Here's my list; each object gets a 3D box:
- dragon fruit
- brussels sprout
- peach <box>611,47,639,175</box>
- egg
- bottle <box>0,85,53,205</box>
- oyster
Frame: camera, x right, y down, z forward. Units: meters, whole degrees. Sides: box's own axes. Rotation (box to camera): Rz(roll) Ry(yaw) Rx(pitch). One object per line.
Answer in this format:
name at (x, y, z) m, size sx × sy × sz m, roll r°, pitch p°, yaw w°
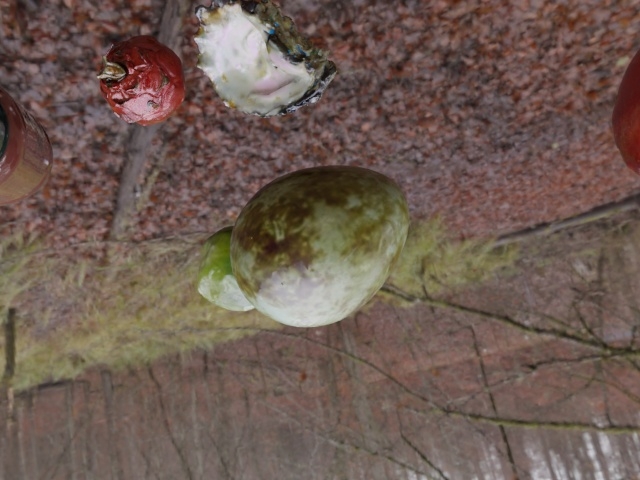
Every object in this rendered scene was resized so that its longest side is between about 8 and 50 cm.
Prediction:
dragon fruit at (-0.351, -0.317, 1.162) m, size 0.173 × 0.172 × 0.209 m, roll -14°, pitch -177°, yaw -3°
brussels sprout at (-0.148, 0.057, 1.111) m, size 0.162 × 0.143 × 0.180 m, roll 14°, pitch 139°, yaw -25°
peach at (0.553, -0.202, 0.836) m, size 0.274 × 0.249 × 0.245 m, roll -56°, pitch 151°, yaw -6°
egg at (0.000, 0.000, 0.904) m, size 0.289 × 0.238 × 0.238 m, roll -38°, pitch 166°, yaw 2°
bottle at (-0.398, -0.111, 0.667) m, size 0.144 × 0.143 × 0.336 m, roll -11°, pitch -174°, yaw -18°
oyster at (-0.099, -0.310, 1.001) m, size 0.260 × 0.198 × 0.092 m, roll 19°, pitch -140°, yaw 26°
